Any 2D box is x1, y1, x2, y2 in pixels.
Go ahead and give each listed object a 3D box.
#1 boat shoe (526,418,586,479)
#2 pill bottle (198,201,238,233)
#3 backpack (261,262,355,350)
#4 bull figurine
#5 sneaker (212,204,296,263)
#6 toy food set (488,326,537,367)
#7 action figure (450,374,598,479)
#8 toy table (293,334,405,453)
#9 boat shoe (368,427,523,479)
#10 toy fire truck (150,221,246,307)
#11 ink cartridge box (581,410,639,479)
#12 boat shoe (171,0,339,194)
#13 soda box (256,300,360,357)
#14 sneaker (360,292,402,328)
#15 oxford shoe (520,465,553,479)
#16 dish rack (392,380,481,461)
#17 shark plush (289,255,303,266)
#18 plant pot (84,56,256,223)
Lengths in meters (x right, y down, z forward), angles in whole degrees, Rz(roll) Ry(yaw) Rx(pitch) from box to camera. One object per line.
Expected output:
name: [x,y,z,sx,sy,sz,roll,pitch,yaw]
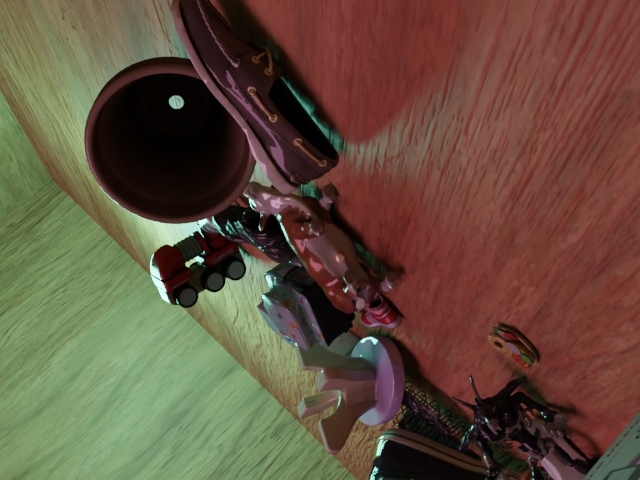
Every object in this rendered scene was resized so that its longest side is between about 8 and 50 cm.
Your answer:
boat shoe: [0.402,0.373,1.525,0.184,0.066,0.063,44,178,0]
pill bottle: [-0.234,-0.056,2.059,0.078,0.078,0.137,48,164,-7]
backpack: [-0.039,0.124,1.886,0.188,0.144,0.166,41,162,53]
bull figurine: [0.000,0.000,1.570,0.310,0.101,0.188,49,162,-8]
sneaker: [-0.147,-0.045,1.865,0.227,0.087,0.130,29,154,39]
toy food set: [0.290,0.160,1.369,0.083,0.020,0.083,42,163,15]
action figure: [0.330,0.324,1.426,0.275,0.164,0.141,38,-174,0]
toy table: [0.053,0.305,1.910,0.274,0.160,0.252,105,149,-49]
boat shoe: [0.315,0.531,1.814,0.500,0.156,0.187,16,147,27]
toy fire truck: [-0.313,0.015,2.224,0.158,0.217,0.246,20,134,58]
ink cartridge box: [0.404,0.277,0.999,0.131,0.226,0.306,45,163,7]
boat shoe: [-0.090,-0.217,1.297,0.324,0.096,0.117,57,-158,-21]
soda box: [-0.020,0.218,2.147,0.286,0.091,0.098,33,159,39]
sneaker: [0.101,0.132,1.735,0.067,0.042,0.118,48,156,-20]
oxford shoe: [0.495,0.541,1.578,0.363,0.130,0.133,44,157,7]
dish rack: [0.236,0.391,1.964,0.208,0.074,0.272,34,158,33]
shark plush: [-0.002,0.025,1.728,0.161,0.073,0.067,33,130,51]
plant pot: [-0.234,-0.191,1.478,0.263,0.263,0.229,54,-169,-25]
